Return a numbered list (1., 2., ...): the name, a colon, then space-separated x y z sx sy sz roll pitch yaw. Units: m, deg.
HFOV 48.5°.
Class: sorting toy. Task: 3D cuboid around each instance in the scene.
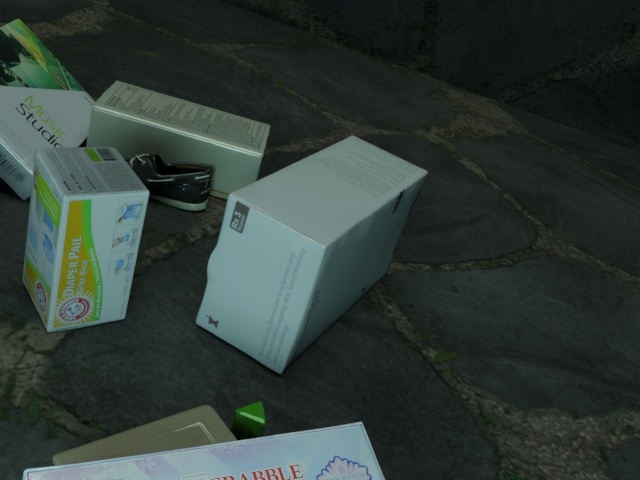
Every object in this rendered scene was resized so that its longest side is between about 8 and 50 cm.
1. sorting toy: -0.144 0.256 0.701 0.347 0.047 0.196 -10 36 -41

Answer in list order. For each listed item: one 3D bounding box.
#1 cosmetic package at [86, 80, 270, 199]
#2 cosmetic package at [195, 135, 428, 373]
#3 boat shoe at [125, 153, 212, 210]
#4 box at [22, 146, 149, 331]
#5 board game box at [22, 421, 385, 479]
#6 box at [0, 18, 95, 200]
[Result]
1. cosmetic package: -0.259 -0.184 1.326 0.309 0.113 0.160 15 29 -6
2. cosmetic package: 0.000 0.000 1.057 0.156 0.217 0.385 27 31 15
3. boat shoe: -0.303 -0.119 1.225 0.233 0.079 0.084 13 31 -8
4. box: -0.298 -0.001 0.890 0.103 0.203 0.114 -7 40 -38
5. board game box: -0.053 0.314 0.556 0.318 0.066 0.318 1 47 -30
6. box: -0.503 -0.232 1.196 0.232 0.058 0.322 50 19 -22
